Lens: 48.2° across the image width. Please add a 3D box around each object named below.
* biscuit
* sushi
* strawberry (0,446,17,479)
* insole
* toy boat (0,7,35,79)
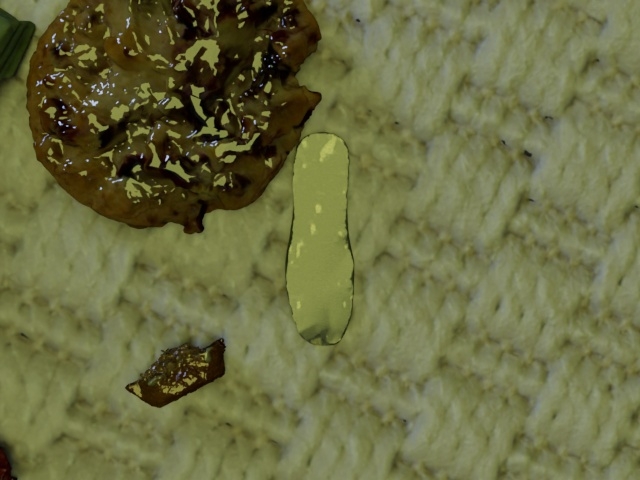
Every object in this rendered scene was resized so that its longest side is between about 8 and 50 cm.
[{"bbox_3d":[-0.153,-0.167,0.766,0.289,0.081,0.334,42,92,-6],"label":"biscuit"},{"bbox_3d":[-0.160,0.147,0.805,0.118,0.061,0.060,-26,88,-22],"label":"sushi"},{"bbox_3d":[-0.413,0.271,0.776,0.145,0.086,0.145,-1,96,-7],"label":"strawberry"},{"bbox_3d":[0.000,0.000,0.825,0.081,0.011,0.248,0,95,-6],"label":"insole"},{"bbox_3d":[-0.412,-0.128,0.758,0.093,0.055,0.293,33,91,-4],"label":"toy boat"}]
